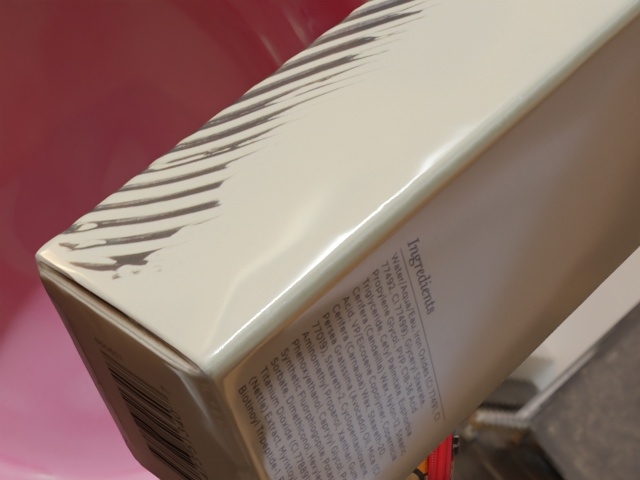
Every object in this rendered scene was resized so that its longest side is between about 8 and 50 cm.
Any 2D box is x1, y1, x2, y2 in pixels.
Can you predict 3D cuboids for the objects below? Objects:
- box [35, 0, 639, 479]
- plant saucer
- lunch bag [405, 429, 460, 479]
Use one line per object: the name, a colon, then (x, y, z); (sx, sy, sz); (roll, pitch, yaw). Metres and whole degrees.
box: (0.044, -0.022, 0.481); (0.094, 0.275, 0.113); (27, -34, 39)
plant saucer: (-0.090, -0.024, 0.567); (0.332, 0.084, 0.332); (7, 78, -36)
lunch bag: (0.052, 0.099, 1.128); (0.120, 0.258, 0.293); (1, -8, 0)
